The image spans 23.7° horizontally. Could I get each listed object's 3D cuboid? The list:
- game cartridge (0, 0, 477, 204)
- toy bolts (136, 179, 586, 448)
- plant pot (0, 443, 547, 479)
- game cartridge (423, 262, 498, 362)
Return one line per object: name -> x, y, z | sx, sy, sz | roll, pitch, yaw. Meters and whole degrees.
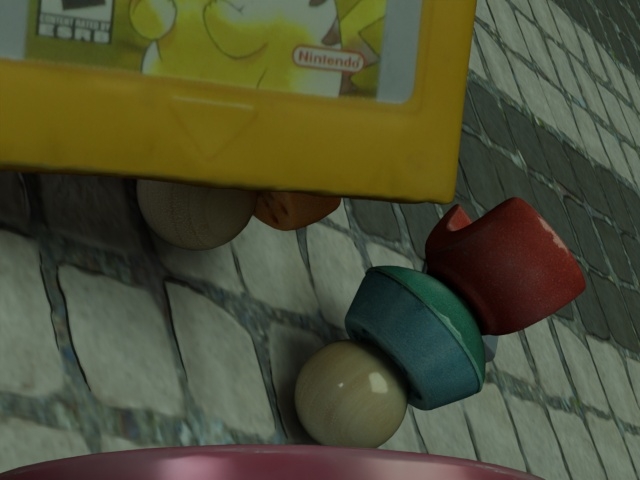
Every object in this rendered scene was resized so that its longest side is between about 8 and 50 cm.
game cartridge -> -0.041, -0.183, 0.628 | 0.285, 0.053, 0.323 | 3, 97, -35
toy bolts -> 0.000, 0.000, 0.825 | 0.228, 0.158, 0.218 | 51, -16, -5
plant pot -> -0.018, 0.171, 0.488 | 0.201, 0.201, 0.180 | 28, 57, -54
game cartridge -> 0.101, 0.044, 1.078 | 0.083, 0.017, 0.056 | 56, 28, -18
